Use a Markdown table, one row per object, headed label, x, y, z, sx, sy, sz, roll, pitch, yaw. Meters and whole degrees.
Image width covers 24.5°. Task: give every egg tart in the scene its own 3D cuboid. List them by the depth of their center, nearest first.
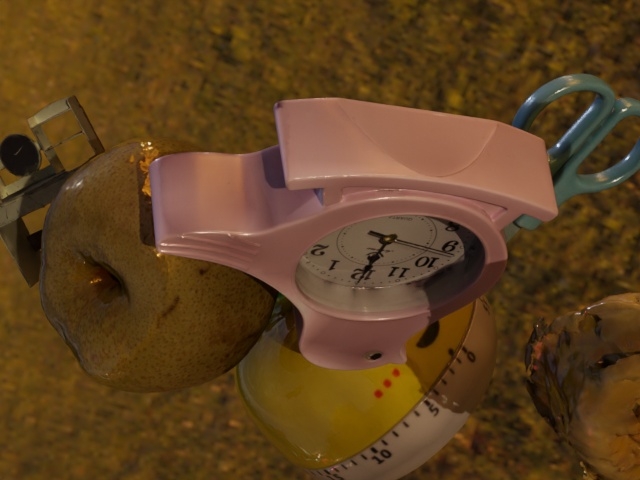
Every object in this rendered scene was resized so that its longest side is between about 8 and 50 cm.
| label | x | y | z | sx | sy | sz | roll | pitch | yaw |
| --- | --- | --- | --- | --- | --- | --- | --- | --- | --- |
| egg tart | 0.266 | 0.134 | 0.975 | 0.297 | 0.297 | 0.132 | -27 | 36 | 54 |

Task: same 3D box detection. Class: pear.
| label | x | y | z | sx | sy | sz | roll | pitch | yaw |
| --- | --- | --- | --- | --- | --- | --- | --- | --- | --- |
| pear | -0.134 | 0.018 | 1.299 | 0.188 | 0.211 | 0.229 | 19 | 113 | 30 |

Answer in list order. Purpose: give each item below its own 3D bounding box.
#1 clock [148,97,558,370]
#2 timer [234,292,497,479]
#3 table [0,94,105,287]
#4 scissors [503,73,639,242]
| label | x | y | z | sx | sy | sz | roll | pitch | yaw |
| --- | --- | --- | --- | --- | --- | --- | --- | --- | --- |
| clock | 0.000 | 0.000 | 1.173 | 0.275 | 0.290 | 0.080 | 125 | 147 | -48 |
| timer | 0.011 | 0.082 | 1.457 | 0.285 | 0.285 | 0.285 | -39 | 41 | 45 |
| table | -0.306 | -0.055 | 1.675 | 0.146 | 0.175 | 0.062 | -23 | 12 | 25 |
| scissors | 0.197 | -0.003 | 1.688 | 0.447 | 0.192 | 0.029 | -50 | 42 | 23 |
